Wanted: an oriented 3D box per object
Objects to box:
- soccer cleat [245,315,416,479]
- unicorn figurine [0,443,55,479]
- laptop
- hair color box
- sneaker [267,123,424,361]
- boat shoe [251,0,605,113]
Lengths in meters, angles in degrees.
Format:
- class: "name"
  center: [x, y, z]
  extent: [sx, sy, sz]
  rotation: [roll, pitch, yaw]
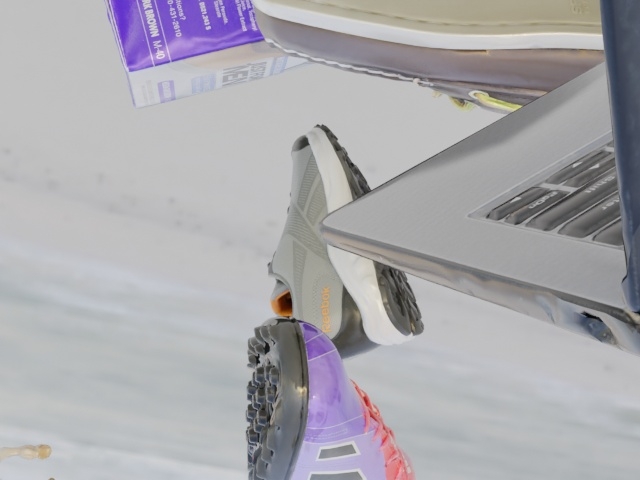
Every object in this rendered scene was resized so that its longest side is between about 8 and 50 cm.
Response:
- class: "soccer cleat"
  center: [0.010, 0.135, 1.136]
  extent: [0.116, 0.109, 0.318]
  rotation: [-1, 151, -2]
- class: "unicorn figurine"
  center: [-0.233, 0.185, 1.230]
  extent: [0.111, 0.060, 0.162]
  rotation: [-12, -171, -29]
- class: "laptop"
  center: [0.174, -0.165, 0.474]
  extent: [0.382, 0.236, 0.408]
  rotation: [-29, -167, -13]
- class: "hair color box"
  center: [-0.018, -0.217, 1.548]
  extent: [0.338, 0.110, 0.185]
  rotation: [-16, 176, -5]
- class: "sneaker"
  center: [0.000, 0.000, 1.400]
  extent: [0.108, 0.271, 0.100]
  rotation: [-29, 123, 11]
- class: "boat shoe"
  center: [0.116, -0.122, 1.049]
  extent: [0.324, 0.117, 0.097]
  rotation: [2, 134, 0]
